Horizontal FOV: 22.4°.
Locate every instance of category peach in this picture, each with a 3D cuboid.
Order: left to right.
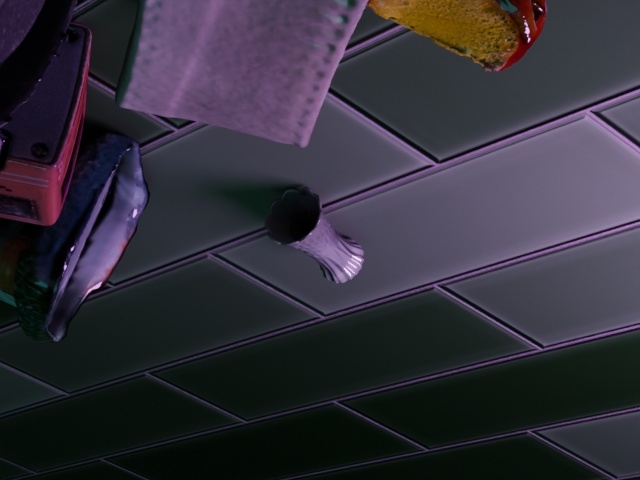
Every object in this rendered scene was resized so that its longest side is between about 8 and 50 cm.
[{"bbox_3d":[0.131,-0.235,1.521,0.172,0.092,0.127,16,150,18],"label":"peach"}]

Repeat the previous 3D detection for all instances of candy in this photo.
[{"bbox_3d":[-0.069,-0.236,1.540,0.208,0.145,0.358,13,153,-6],"label":"candy"}]

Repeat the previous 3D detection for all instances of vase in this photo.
[{"bbox_3d":[0.000,0.000,2.043,0.081,0.081,0.149,-5,152,29],"label":"vase"}]

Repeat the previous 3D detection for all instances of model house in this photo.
[{"bbox_3d":[-0.387,-0.037,1.970,0.291,0.253,0.184,18,149,13],"label":"model house"}]

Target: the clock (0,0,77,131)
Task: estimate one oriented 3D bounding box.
[{"bbox_3d":[-0.290,-0.270,1.309,0.076,0.386,0.386,12,154,14],"label":"clock"}]

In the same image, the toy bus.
[{"bbox_3d":[-0.474,-0.162,1.781,0.427,0.203,0.233,11,154,-2],"label":"toy bus"}]
